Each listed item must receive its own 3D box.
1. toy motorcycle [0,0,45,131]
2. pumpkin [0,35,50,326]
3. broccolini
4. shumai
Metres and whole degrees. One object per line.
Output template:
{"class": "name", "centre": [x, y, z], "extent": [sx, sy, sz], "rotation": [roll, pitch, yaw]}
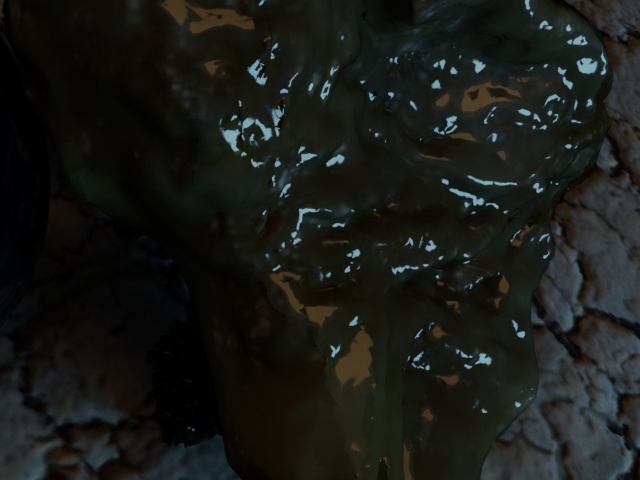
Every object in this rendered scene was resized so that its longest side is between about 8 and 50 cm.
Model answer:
{"class": "toy motorcycle", "centre": [-0.077, -0.122, 0.646], "extent": [0.271, 0.106, 0.159], "rotation": [9, 56, -25]}
{"class": "pumpkin", "centre": [-0.250, -0.072, 0.402], "extent": [0.238, 0.315, 0.315], "rotation": [-43, 80, -14]}
{"class": "broccolini", "centre": [-0.010, 0.083, 0.573], "extent": [0.201, 0.074, 0.058], "rotation": [7, 50, -37]}
{"class": "shumai", "centre": [-0.001, 0.003, 0.486], "extent": [0.346, 0.217, 0.283], "rotation": [5, 95, -51]}
